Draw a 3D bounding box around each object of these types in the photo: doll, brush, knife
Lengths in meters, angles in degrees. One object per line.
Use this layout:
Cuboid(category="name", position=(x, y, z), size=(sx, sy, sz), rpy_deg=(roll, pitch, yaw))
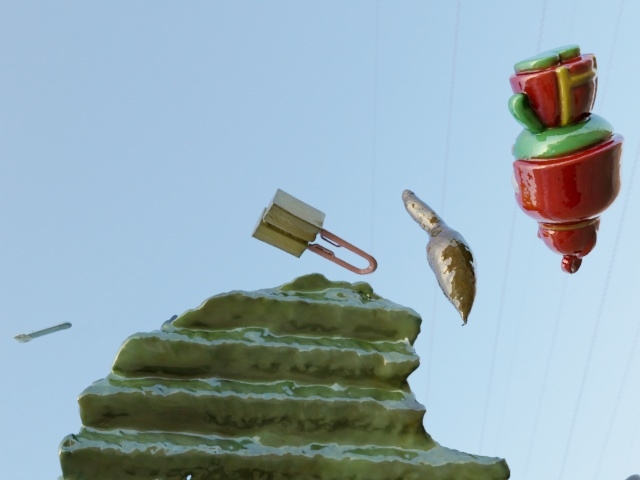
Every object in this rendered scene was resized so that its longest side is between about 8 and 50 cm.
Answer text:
Cuboid(category="doll", position=(0.384, -0.113, 1.125), size=(0.182, 0.160, 0.363), rpy_deg=(-26, -62, -33))
Cuboid(category="brush", position=(0.000, 0.000, 1.316), size=(0.233, 0.047, 0.103), rpy_deg=(26, -43, -10))
Cuboid(category="knife", position=(-0.444, 0.146, 1.163), size=(0.096, 0.010, 0.027), rpy_deg=(-16, -33, 3))

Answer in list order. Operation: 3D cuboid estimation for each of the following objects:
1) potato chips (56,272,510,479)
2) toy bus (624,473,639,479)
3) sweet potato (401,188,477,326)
Cuboid(category="potato chips", position=(-0.033, 0.214, 0.604), size=(0.389, 0.373, 0.097), rpy_deg=(-16, -15, -30))
Cuboid(category="toy bus", position=(0.442, 0.224, 0.738), size=(0.144, 0.152, 0.330), rpy_deg=(28, -83, 2))
Cuboid(category="sweet potato", position=(0.203, 0.012, 1.174), size=(0.074, 0.270, 0.075), rpy_deg=(-14, -35, -10))
